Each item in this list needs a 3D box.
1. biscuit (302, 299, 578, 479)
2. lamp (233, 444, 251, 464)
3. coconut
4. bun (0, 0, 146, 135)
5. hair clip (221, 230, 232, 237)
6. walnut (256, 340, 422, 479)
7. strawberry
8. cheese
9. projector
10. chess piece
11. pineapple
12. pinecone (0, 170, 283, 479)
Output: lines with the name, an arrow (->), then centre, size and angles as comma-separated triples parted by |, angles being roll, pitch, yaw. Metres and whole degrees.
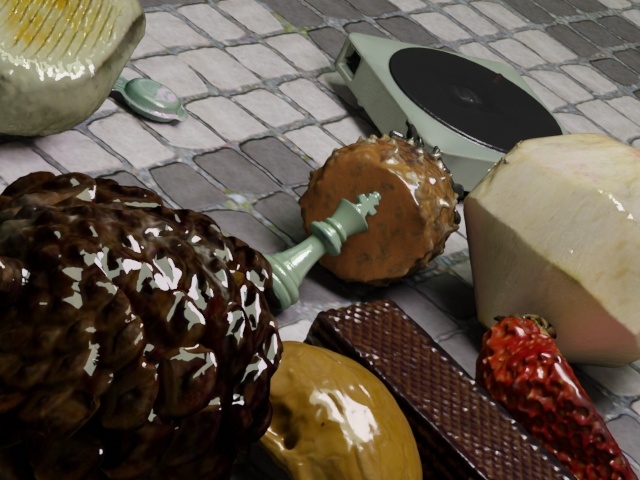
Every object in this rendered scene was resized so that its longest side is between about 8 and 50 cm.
biscuit -> 0.134, 0.197, 1.736 | 0.107, 0.073, 0.388 | -9, 43, -46
lamp -> -0.076, 0.165, 1.656 | 0.063, 0.031, 0.083 | 28, 31, 6
coconut -> 0.261, 0.017, 1.997 | 0.259, 0.259, 0.259 | 21, 28, -12
bun -> -0.292, -0.189, 1.944 | 0.244, 0.153, 0.244 | 14, 43, -14
hair clip -> -0.148, -0.008, 1.897 | 0.137, 0.022, 0.054 | 15, 29, -21
walnut -> 0.021, 0.155, 1.653 | 0.211, 0.087, 0.167 | 51, 19, 21
strawberry -> 0.208, 0.175, 1.820 | 0.175, 0.107, 0.236 | 53, 8, -41
cheese -> -0.196, -0.158, 2.110 | 0.121, 0.026, 0.067 | 25, 27, -2
projector -> 0.171, -0.136, 2.331 | 0.259, 0.079, 0.257 | 7, 34, -32
chess piece -> 0.000, 0.000, 1.887 | 0.149, 0.059, 0.059 | -41, 64, -16
pineapple -> 0.080, -0.040, 2.049 | 0.158, 0.157, 0.279 | 32, 16, 10
pinecone -> -0.173, 0.085, 1.483 | 0.296, 0.242, 0.298 | 12, 28, -43
